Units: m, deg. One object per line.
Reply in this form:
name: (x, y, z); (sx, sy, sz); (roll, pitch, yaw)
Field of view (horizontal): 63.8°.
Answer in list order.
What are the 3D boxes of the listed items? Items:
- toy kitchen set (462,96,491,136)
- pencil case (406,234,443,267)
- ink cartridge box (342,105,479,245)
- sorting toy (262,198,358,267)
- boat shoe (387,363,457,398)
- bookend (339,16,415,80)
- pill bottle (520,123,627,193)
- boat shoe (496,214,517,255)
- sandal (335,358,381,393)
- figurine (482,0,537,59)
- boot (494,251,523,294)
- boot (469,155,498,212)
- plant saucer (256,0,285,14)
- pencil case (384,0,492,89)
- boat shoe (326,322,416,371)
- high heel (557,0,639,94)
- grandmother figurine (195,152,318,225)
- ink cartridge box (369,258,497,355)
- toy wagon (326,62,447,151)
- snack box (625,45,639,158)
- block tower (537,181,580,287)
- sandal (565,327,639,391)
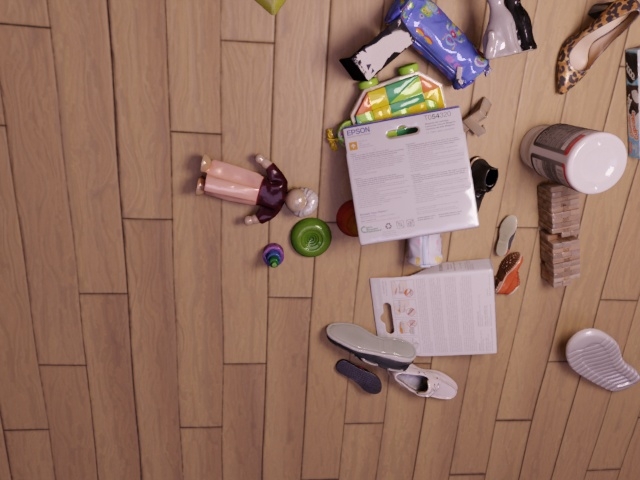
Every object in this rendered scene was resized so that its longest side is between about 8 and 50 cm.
toy kitchen set: (0.458, -0.353, 1.490); (0.068, 0.075, 0.083); (41, 141, -15)
pencil case: (0.312, -0.058, 1.532); (0.113, 0.124, 0.273); (-6, 111, -5)
ink cartridge box: (0.244, -0.172, 1.406); (0.323, 0.071, 0.330); (-8, 88, 8)
sorting toy: (0.000, 0.000, 1.518); (0.365, 0.126, 0.127); (-23, 111, 1)
boat shoe: (0.354, 0.493, 1.752); (0.277, 0.096, 0.098); (22, 106, -14)
bookend: (0.144, -0.495, 1.340); (0.157, 0.156, 0.072); (-40, 110, 4)
pill bottle: (0.684, -0.237, 1.422); (0.161, 0.283, 0.161); (-2, 110, -6)
boat shoe: (0.592, -0.016, 1.623); (0.043, 0.049, 0.137); (-10, 115, -49)
sandal: (0.134, 0.457, 1.751); (0.179, 0.040, 0.067); (33, 98, -2)
figurine: (0.478, -0.587, 1.330); (0.092, 0.215, 0.210); (0, 109, 40)
boot: (0.621, 0.109, 1.667); (0.084, 0.059, 0.158); (18, 115, -16)
boot: (0.465, -0.138, 1.512); (0.076, 0.137, 0.198); (-2, 111, -5)
plant saucer: (-0.133, -0.705, 1.287); (0.188, 0.045, 0.188); (36, 102, -17)
pencil case: (0.309, -0.526, 1.358); (0.306, 0.133, 0.119); (38, 141, -16)
boat shoe: (0.156, 0.355, 1.671); (0.302, 0.114, 0.091); (19, 125, 2)
high heel: (0.737, -0.515, 1.378); (0.093, 0.186, 0.261); (17, 107, -12)
grandmother figurine: (-0.174, -0.136, 1.464); (0.342, 0.104, 0.208); (12, 117, -8)
ink cartridge box: (0.372, 0.228, 1.685); (0.384, 0.091, 0.308); (-5, 112, 13)
toy wagon: (0.187, -0.328, 1.448); (0.344, 0.068, 0.267); (-19, 111, 1)
snack box: (1.006, -0.420, 1.511); (0.187, 0.060, 0.322); (-15, 111, 0)
block tower: (0.747, -0.027, 1.610); (0.090, 0.097, 0.336); (-12, 113, -2)
sandal: (0.966, 0.408, 1.796); (0.169, 0.102, 0.416); (-35, 124, 22)
